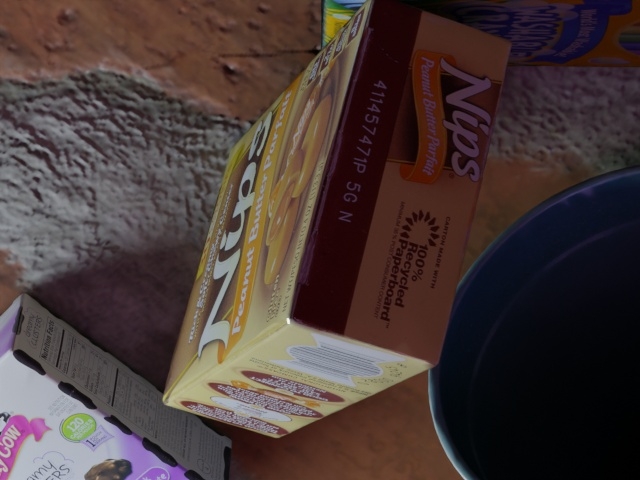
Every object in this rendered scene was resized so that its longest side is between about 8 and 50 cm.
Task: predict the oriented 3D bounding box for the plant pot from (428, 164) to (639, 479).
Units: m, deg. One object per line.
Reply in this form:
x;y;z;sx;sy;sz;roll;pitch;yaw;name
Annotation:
0.242;0.131;1.280;0.271;0.271;0.255;-21;137;14;plant pot

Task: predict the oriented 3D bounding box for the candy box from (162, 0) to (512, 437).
0.000;0.000;1.128;0.087;0.183;0.316;19;163;-12;candy box

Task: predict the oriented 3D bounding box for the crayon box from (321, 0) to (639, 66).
0.162;-0.155;1.105;0.323;0.203;0.083;0;84;0;crayon box

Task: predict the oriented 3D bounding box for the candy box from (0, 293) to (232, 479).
-0.191;0.156;1.397;0.196;0.070;0.165;38;117;-23;candy box
